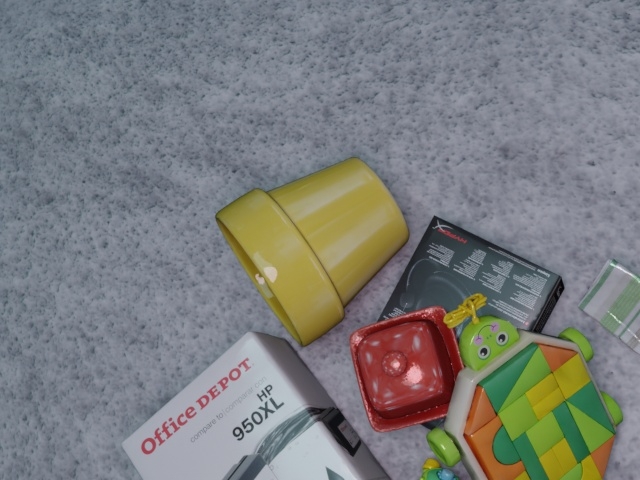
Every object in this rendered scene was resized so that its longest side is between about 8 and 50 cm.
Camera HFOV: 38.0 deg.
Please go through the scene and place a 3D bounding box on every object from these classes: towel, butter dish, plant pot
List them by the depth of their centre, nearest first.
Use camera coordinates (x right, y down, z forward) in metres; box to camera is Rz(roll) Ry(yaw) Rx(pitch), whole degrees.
[{"bbox_3d":[0.116,0.179,1.321,0.159,0.118,0.160,-19,73,14],"label":"butter dish"},{"bbox_3d":[0.458,0.108,1.360,0.023,0.113,0.152,-31,62,-36],"label":"towel"},{"bbox_3d":[0.000,0.000,1.465,0.239,0.254,0.254,-33,69,-9],"label":"plant pot"}]

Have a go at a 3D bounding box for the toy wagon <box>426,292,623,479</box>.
[{"bbox_3d":[0.275,0.232,1.294,0.267,0.068,0.344,-34,110,-14],"label":"toy wagon"}]

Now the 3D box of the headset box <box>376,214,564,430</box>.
[{"bbox_3d":[0.207,0.144,1.423,0.218,0.110,0.293,27,87,21],"label":"headset box"}]

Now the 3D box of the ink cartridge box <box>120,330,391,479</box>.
[{"bbox_3d":[-0.074,0.379,1.426,0.285,0.166,0.395,-41,70,6],"label":"ink cartridge box"}]

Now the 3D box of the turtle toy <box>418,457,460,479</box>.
[{"bbox_3d":[0.190,0.388,1.380,0.066,0.130,0.095,-14,39,49],"label":"turtle toy"}]
